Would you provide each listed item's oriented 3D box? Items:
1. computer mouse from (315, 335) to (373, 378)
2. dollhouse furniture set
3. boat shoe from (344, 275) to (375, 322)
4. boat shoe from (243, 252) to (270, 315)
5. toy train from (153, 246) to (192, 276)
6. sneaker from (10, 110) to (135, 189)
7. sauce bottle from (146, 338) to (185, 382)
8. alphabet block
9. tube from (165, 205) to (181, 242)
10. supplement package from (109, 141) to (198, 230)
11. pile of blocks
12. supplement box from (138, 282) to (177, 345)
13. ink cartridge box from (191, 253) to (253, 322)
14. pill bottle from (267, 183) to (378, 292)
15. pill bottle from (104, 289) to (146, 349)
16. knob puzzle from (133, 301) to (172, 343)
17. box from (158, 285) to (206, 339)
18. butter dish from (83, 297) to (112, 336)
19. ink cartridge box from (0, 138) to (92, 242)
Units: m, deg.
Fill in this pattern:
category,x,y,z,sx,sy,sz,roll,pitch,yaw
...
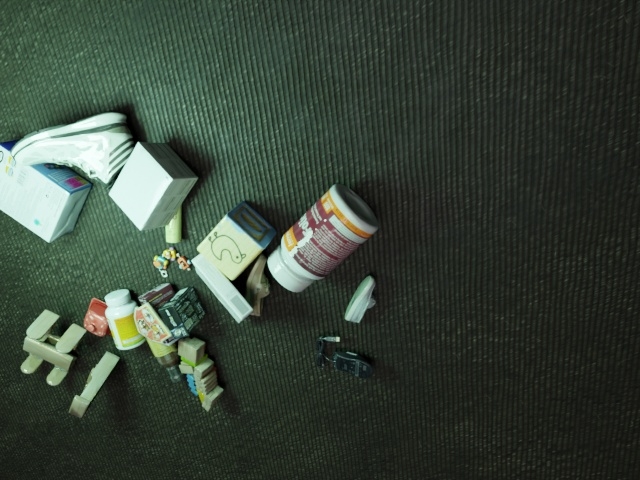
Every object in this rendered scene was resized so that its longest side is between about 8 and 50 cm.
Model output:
category,x,y,z,sx,sy,sz,roll,pitch,yaw
computer mouse,0.103,0.480,1.883,0.262,0.060,0.184,6,117,22
dollhouse furniture set,-1.184,0.585,2.029,0.394,0.256,0.362,31,129,-11
boat shoe,0.175,0.238,1.767,0.081,0.079,0.228,22,119,-8
boat shoe,-0.250,0.185,1.813,0.098,0.109,0.302,18,119,-2
toy train,-0.638,0.100,1.886,0.166,0.046,0.125,-23,105,18
sneaker,-0.909,-0.296,1.662,0.447,0.169,0.258,-17,96,2
sauce bottle,-0.710,0.485,2.019,0.111,0.111,0.345,-11,110,15
alphabet block,-0.315,-0.002,1.702,0.192,0.193,0.197,43,113,-5
tube,-0.596,-0.111,1.791,0.070,0.062,0.240,-3,109,-25
supplement package,-0.635,-0.207,1.684,0.204,0.145,0.262,46,113,11
pile of blocks,-0.545,0.594,2.037,0.148,0.112,0.362,-4,106,31
supplement box,-0.672,0.319,1.927,0.073,0.130,0.240,-3,113,43
ink cartridge box,-0.392,0.196,1.781,0.066,0.261,0.296,-40,88,-17
pill bottle,0.000,0.000,1.622,0.224,0.224,0.392,44,112,-7
pill bottle,-0.874,0.349,1.982,0.136,0.136,0.246,-3,110,13
knob puzzle,-0.731,0.364,1.878,0.213,0.030,0.213,14,122,24
box,-0.580,0.303,1.881,0.077,0.180,0.147,-18,107,17
butter dish,-1.018,0.373,2.031,0.160,0.118,0.160,28,115,-1
ink cartridge box,-1.182,-0.224,1.811,0.395,0.151,0.270,35,113,-5
